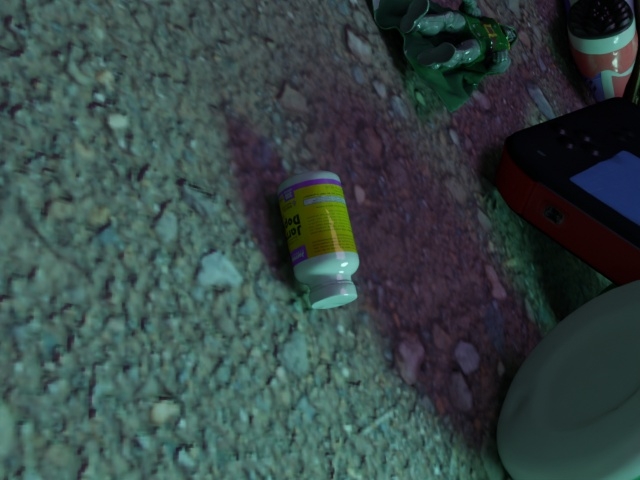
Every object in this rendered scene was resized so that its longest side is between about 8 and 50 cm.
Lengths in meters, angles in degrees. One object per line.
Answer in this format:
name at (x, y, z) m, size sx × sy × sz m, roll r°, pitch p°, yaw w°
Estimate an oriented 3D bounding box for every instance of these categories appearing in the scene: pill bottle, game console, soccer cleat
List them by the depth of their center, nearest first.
pill bottle at (0.000, 0.000, 0.530) m, size 0.043 × 0.043 × 0.083 m, roll 7°, pitch 64°, yaw -49°
pill bottle at (0.325, 0.216, 0.634) m, size 0.361 × 0.204 × 0.204 m, roll 45°, pitch 40°, yaw -11°
game console at (0.393, -0.017, 0.821) m, size 0.386 × 0.060 × 0.342 m, roll 40°, pitch 42°, yaw 24°
soccer cleat at (0.406, -0.321, 1.190) m, size 0.318 × 0.108 × 0.117 m, roll -71°, pitch 149°, yaw -48°

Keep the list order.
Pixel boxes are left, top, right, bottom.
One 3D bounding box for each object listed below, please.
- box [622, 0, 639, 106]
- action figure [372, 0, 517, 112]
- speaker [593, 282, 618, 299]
box at (0.463, -0.269, 1.202) m, size 0.165 × 0.021 × 0.201 m, roll 82°, pitch 18°, yaw -45°
action figure at (0.147, -0.201, 0.819) m, size 0.232 × 0.063 × 0.137 m, roll -23°, pitch 85°, yaw -57°
speaker at (0.395, 0.172, 0.851) m, size 0.297 × 0.131 × 0.131 m, roll 52°, pitch 38°, yaw -17°
